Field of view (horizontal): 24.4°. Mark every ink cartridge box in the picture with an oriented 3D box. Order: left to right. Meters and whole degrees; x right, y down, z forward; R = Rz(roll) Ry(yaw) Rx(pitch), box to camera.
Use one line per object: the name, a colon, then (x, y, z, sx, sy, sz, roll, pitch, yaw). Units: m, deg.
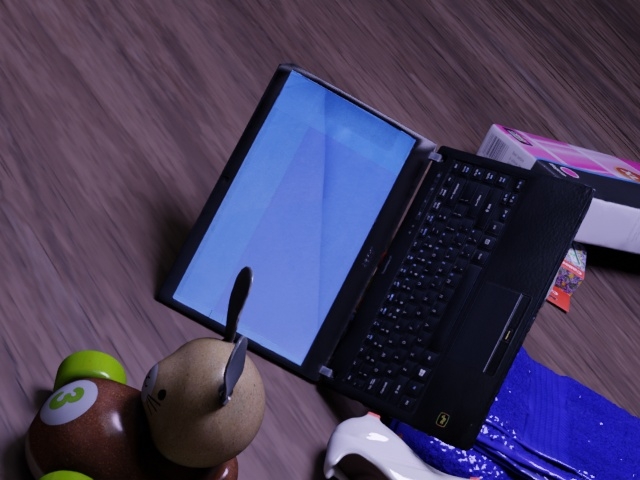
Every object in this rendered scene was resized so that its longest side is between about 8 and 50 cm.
ink cartridge box: (0.258, 0.027, 1.625, 0.063, 0.029, 0.115, 31, 29, -4)
ink cartridge box: (0.369, -0.042, 1.770, 0.370, 0.069, 0.176, 13, 22, -38)

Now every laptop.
laptop: (0.042, 0.005, 1.198, 0.264, 0.234, 0.136, 21, -9, 44)

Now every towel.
towel: (0.208, 0.177, 1.311, 0.308, 0.076, 0.228, 32, 30, -5)

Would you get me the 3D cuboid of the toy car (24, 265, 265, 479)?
toy car: (-0.098, 0.107, 0.990, 0.149, 0.188, 0.155, 25, 31, -16)

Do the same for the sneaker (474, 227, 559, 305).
sneaker: (0.146, 0.005, 1.410, 0.150, 0.135, 0.366, 16, 0, 14)

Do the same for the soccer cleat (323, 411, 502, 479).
soccer cleat: (0.090, 0.209, 1.164, 0.196, 0.068, 0.076, 29, 34, 5)

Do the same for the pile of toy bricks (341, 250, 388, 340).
pile of toy bricks: (0.000, 0.000, 1.314, 0.212, 0.105, 0.118, 34, 29, 11)
